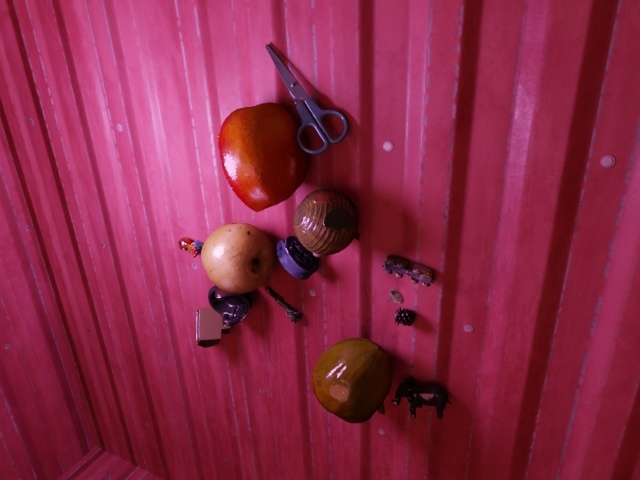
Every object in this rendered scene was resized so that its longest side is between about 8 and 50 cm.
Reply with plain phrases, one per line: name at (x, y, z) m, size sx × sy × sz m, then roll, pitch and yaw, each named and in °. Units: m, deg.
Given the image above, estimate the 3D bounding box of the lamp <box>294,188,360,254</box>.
lamp at (0.043, -0.059, 1.736) m, size 0.284 × 0.250 × 0.250 m, roll 18°, pitch 131°, yaw -27°

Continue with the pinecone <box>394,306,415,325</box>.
pinecone at (0.330, 0.301, 1.829) m, size 0.083 × 0.077 × 0.077 m, roll 13°, pitch 118°, yaw 19°

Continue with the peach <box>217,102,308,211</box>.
peach at (-0.201, -0.308, 1.715) m, size 0.242 × 0.306 × 0.380 m, roll -5°, pitch 105°, yaw 38°

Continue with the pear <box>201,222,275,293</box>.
pear at (-0.351, 0.072, 1.970) m, size 0.309 × 0.309 × 0.309 m, roll 12°, pitch 117°, yaw 24°

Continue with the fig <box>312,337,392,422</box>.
fig at (0.144, 0.558, 1.914) m, size 0.343 × 0.343 × 0.343 m, roll 12°, pitch 117°, yaw 24°

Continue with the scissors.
scissors at (-0.077, -0.520, 1.670) m, size 0.193 × 0.029 × 0.447 m, roll -32°, pitch 85°, yaw -1°

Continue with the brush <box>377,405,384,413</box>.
brush at (0.259, 0.699, 2.084) m, size 0.034 × 0.027 × 0.190 m, roll 3°, pitch 121°, yaw 32°

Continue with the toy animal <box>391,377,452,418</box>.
toy animal at (0.412, 0.649, 1.933) m, size 0.245 × 0.114 × 0.146 m, roll -8°, pitch 116°, yaw 9°

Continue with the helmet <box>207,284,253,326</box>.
helmet at (-0.415, 0.277, 2.160) m, size 0.216 × 0.193 × 0.189 m, roll 6°, pitch 122°, yaw 23°

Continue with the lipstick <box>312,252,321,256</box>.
lipstick at (0.000, 0.000, 1.895) m, size 0.040 × 0.040 × 0.141 m, roll 25°, pitch 122°, yaw 18°

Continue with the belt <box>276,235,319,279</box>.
belt at (-0.093, 0.067, 1.916) m, size 0.190 × 0.141 × 0.082 m, roll 50°, pitch 125°, yaw 4°

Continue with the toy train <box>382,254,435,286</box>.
toy train at (0.331, 0.111, 1.741) m, size 0.202 × 0.081 × 0.060 m, roll 18°, pitch 121°, yaw 13°

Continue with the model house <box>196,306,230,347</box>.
model house at (-0.553, 0.450, 2.361) m, size 0.248 × 0.176 × 0.180 m, roll 133°, pitch 136°, yaw -57°

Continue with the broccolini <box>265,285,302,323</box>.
broccolini at (-0.176, 0.290, 2.117) m, size 0.216 × 0.058 × 0.067 m, roll 42°, pitch 128°, yaw 7°

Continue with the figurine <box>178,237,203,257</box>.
figurine at (-0.624, 0.024, 2.238) m, size 0.140 × 0.075 × 0.068 m, roll 28°, pitch 125°, yaw 28°

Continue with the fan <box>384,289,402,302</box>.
fan at (0.288, 0.222, 1.858) m, size 0.080 × 0.003 × 0.060 m, roll 1°, pitch 112°, yaw 29°
